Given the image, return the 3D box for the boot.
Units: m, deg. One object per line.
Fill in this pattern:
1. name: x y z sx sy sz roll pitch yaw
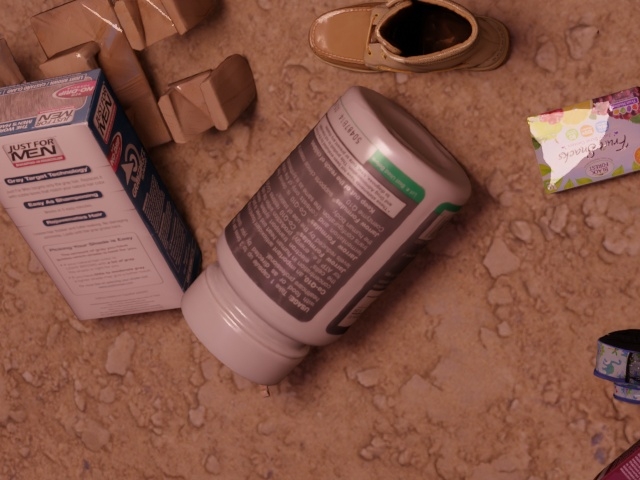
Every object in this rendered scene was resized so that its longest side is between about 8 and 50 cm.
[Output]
1. boot: 0.086 -0.252 1.724 0.262 0.203 0.095 8 96 18

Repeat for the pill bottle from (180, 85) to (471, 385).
1. pill bottle: 0.000 0.000 1.774 0.204 0.204 0.361 46 106 12

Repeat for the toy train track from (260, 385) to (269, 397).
1. toy train track: -0.086 0.172 1.918 0.048 0.014 0.083 -17 88 20

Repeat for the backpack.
1. backpack: 0.388 0.153 1.695 0.114 0.105 0.084 12 101 36

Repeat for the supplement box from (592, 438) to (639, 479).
1. supplement box: 0.418 0.265 1.693 0.188 0.104 0.081 -44 80 17

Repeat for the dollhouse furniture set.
1. dollhouse furniture set: -0.316 -0.308 1.900 0.362 0.256 0.394 -16 109 21

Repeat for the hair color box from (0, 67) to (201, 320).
1. hair color box: -0.296 -0.050 1.816 0.174 0.347 0.105 -8 46 16

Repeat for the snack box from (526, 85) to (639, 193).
1. snack box: 0.335 -0.122 1.732 0.141 0.037 0.100 -16 90 20
